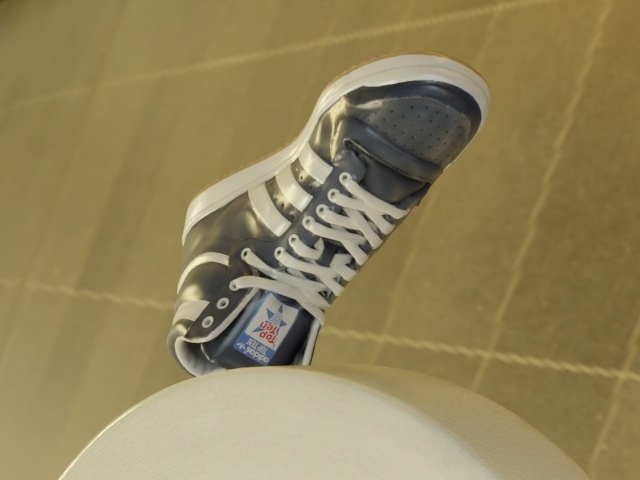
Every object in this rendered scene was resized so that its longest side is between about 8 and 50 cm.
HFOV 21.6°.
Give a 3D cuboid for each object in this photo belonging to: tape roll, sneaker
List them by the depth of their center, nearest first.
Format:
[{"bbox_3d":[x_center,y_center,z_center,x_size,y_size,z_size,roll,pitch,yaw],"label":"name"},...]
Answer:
[{"bbox_3d":[-0.002,0.247,0.748,0.392,0.072,0.392,-3,86,40],"label":"tape roll"},{"bbox_3d":[0.000,0.000,1.078,0.282,0.099,0.153,-33,36,42],"label":"sneaker"}]
